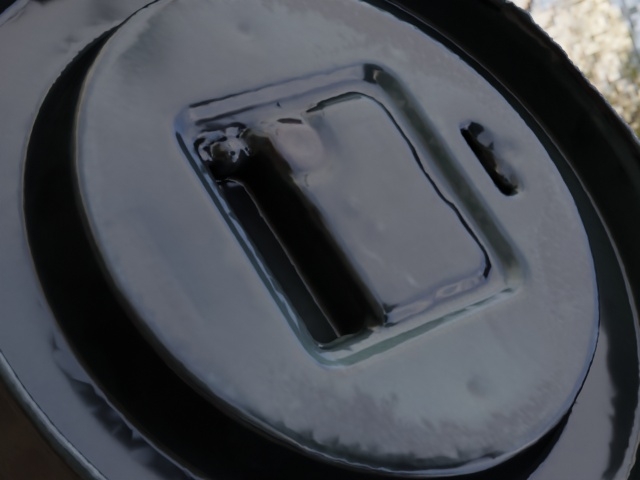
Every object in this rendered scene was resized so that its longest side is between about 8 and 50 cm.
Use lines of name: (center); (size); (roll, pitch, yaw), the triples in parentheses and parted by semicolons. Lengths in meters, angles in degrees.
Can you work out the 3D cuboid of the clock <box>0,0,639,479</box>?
clock: (0.000, 0.000, 0.522); (0.061, 0.312, 0.313); (-50, -123, 47)
